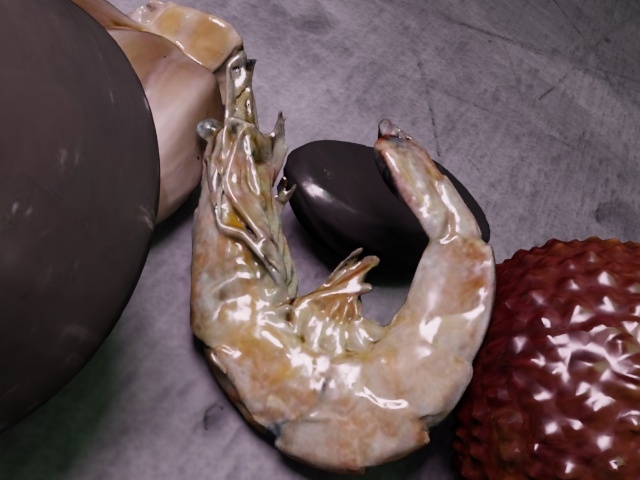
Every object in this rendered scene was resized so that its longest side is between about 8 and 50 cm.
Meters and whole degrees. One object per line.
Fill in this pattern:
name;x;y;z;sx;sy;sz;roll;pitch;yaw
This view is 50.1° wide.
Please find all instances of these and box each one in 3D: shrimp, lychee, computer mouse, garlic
shrimp;0.000;0.000;0.550;0.085;0.247;0.360;38;33;-72
lychee;0.232;0.134;0.560;0.276;0.304;0.275;4;85;-52
computer mouse;0.061;-0.029;0.714;0.270;0.086;0.137;3;47;-42
garlic;-0.216;-0.139;0.603;0.279;0.132;0.325;32;38;5

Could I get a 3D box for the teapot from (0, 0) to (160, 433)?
teapot;-0.286;-0.042;0.288;0.376;0.361;0.305;-32;71;-4
